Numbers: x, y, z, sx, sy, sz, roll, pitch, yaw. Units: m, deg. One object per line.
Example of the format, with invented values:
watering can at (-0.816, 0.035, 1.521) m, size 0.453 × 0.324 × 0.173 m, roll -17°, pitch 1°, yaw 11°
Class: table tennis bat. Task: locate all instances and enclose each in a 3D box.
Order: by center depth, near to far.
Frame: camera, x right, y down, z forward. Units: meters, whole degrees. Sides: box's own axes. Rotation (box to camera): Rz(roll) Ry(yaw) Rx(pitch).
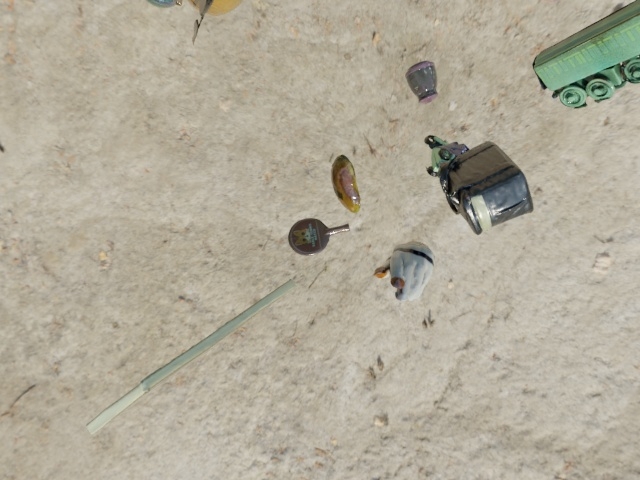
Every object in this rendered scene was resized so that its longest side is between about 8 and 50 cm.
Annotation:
table tennis bat at (0.000, 0.000, 1.173) m, size 0.169 × 0.119 × 0.108 m, roll -13°, pitch 70°, yaw 1°

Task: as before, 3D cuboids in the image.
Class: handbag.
handbag at (0.430, -0.136, 1.120) m, size 0.181 × 0.255 × 0.181 m, roll -24°, pitch 125°, yaw 15°

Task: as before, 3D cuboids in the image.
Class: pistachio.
pistachio at (0.063, -0.154, 1.182) m, size 0.049 × 0.089 × 0.173 m, roll -21°, pitch 105°, yaw -27°

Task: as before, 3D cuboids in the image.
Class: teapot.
teapot at (0.387, -0.592, 1.599) m, size 0.115 × 0.148 × 0.146 m, roll -19°, pitch 92°, yaw -17°

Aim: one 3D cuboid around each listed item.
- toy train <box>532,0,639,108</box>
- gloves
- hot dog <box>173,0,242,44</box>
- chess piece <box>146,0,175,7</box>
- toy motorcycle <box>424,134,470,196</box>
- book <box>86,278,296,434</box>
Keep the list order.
toy train at (0.265, -0.167, 0.377) m, size 0.038 × 0.148 × 0.071 m, roll -41°, pitch 101°, yaw -13°
gloves at (0.241, 0.072, 1.151) m, size 0.140 × 0.218 × 0.132 m, roll 33°, pitch 111°, yaw 12°
hot dog at (-0.154, -0.415, 0.637) m, size 0.107 × 0.326 × 0.194 m, roll -9°, pitch 136°, yaw -24°
chess piece at (-0.366, -0.699, 1.041) m, size 0.271 × 0.139 × 0.139 m, roll 3°, pitch 101°, yaw 51°
toy motorcycle at (0.515, -0.302, 1.632) m, size 0.196 × 0.332 × 0.125 m, roll 12°, pitch 132°, yaw -15°
book at (-0.190, 0.173, 0.663) m, size 0.216 × 0.310 × 0.021 m, roll -39°, pitch 86°, yaw 36°
